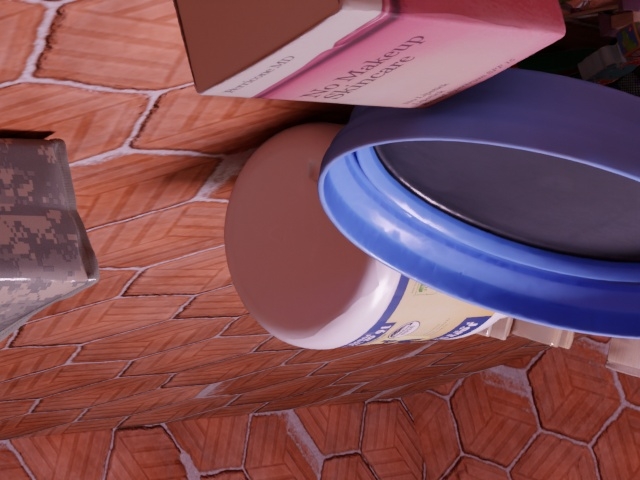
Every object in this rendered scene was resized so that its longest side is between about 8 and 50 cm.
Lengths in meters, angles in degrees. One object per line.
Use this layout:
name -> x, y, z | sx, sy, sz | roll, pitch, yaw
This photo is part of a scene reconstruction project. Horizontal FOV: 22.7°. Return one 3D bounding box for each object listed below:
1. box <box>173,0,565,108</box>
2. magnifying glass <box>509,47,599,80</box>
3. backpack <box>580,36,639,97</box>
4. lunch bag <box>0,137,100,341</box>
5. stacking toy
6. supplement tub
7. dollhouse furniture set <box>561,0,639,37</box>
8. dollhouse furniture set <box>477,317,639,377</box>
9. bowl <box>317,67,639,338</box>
box -> 0.031, -0.175, 1.089 | 0.232, 0.126, 0.149 | -2, 164, -45
magnifying glass -> 0.199, -0.167, 1.568 | 0.231, 0.026, 0.092 | -4, 165, -46
backpack -> 0.307, -0.074, 1.563 | 0.253, 0.191, 0.225 | -44, 155, 29
lunch bag -> -0.379, 0.023, 1.422 | 0.235, 0.169, 0.287 | -1, 158, -47
stacking toy -> 0.266, -0.164, 1.315 | 0.052, 0.167, 0.221 | -6, 164, -37
supplement tub -> 0.082, -0.005, 1.670 | 0.228, 0.228, 0.316 | -25, 164, 40
dollhouse furniture set -> 0.274, -0.194, 1.422 | 0.114, 0.091, 0.081 | -7, -178, -41
dollhouse furniture set -> 0.291, 0.007, 2.033 | 0.394, 0.256, 0.362 | 15, 180, 26
bowl -> 0.193, -0.026, 1.343 | 0.391, 0.077, 0.391 | 16, 161, 6
